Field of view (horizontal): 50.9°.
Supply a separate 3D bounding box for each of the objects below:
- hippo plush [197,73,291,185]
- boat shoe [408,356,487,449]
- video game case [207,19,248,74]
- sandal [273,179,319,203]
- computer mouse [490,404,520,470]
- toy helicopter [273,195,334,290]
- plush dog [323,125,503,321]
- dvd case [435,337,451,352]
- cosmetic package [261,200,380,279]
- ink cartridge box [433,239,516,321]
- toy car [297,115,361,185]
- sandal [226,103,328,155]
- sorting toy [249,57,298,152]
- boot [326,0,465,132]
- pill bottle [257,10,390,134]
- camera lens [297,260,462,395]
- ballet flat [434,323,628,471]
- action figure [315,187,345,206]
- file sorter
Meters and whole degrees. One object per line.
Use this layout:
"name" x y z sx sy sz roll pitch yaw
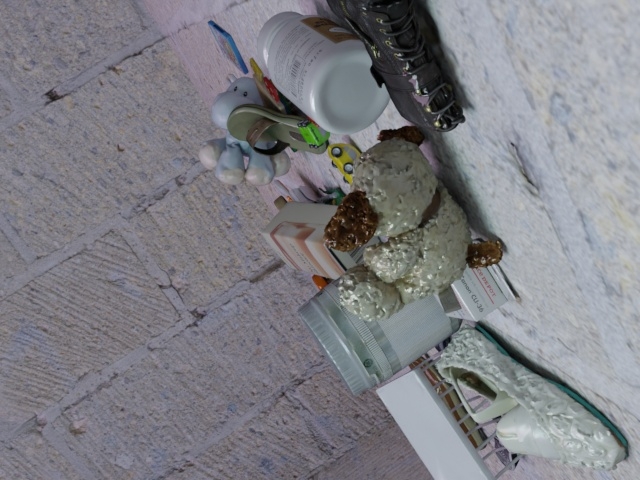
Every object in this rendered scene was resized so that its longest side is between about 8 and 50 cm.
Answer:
"hippo plush" -0.177 -0.303 1.789 0.234 0.294 0.236 28 138 15
"boat shoe" 0.345 0.486 1.945 0.324 0.120 0.122 55 172 13
"video game case" -0.261 -0.543 1.885 0.166 0.015 0.119 49 170 48
"sandal" -0.055 -0.134 2.027 0.102 0.076 0.265 40 -176 -48
"computer mouse" 0.442 0.474 1.591 0.106 0.042 0.193 43 160 44
"toy helicopter" -0.028 -0.006 2.127 0.355 0.140 0.235 51 -174 -21
"plush dog" 0.120 -0.036 0.947 0.211 0.262 0.225 -3 138 42
"dvd case" 0.245 0.169 1.600 0.179 0.030 0.238 52 171 34
"cosmetic package" 0.000 0.000 1.701 0.153 0.129 0.296 50 159 -26
"ink cartridge box" 0.230 0.065 1.094 0.115 0.067 0.198 57 172 0
"toy car" 0.006 -0.225 1.370 0.239 0.053 0.225 60 172 -18
"sandal" -0.118 -0.245 1.570 0.303 0.086 0.120 17 156 40
"sorting toy" -0.100 -0.334 1.613 0.132 0.046 0.274 53 172 27
"boot" 0.099 -0.219 0.740 0.229 0.091 0.263 54 178 -23
"pill bottle" -0.004 -0.257 0.988 0.229 0.131 0.131 49 169 47
"camera lens" 0.123 0.146 1.325 0.219 0.274 0.219 55 172 11
"ballet flat" 0.330 0.282 1.139 0.147 0.147 0.409 60 171 -25
"action figure" 0.036 -0.086 1.758 0.137 0.064 0.232 60 169 -3
"file sorter" 0.296 0.382 1.470 0.277 0.173 0.193 56 149 10
